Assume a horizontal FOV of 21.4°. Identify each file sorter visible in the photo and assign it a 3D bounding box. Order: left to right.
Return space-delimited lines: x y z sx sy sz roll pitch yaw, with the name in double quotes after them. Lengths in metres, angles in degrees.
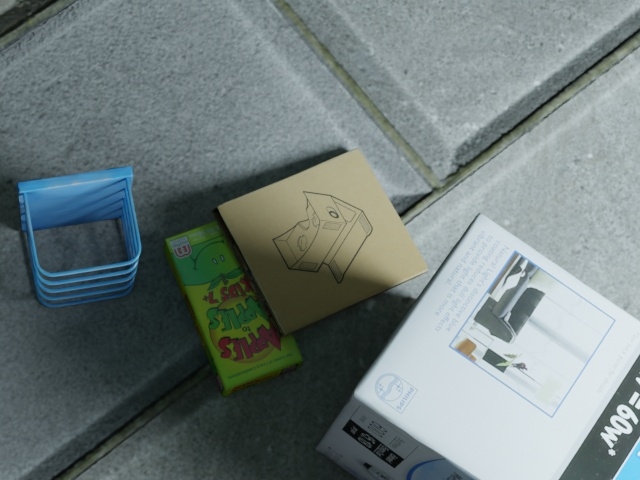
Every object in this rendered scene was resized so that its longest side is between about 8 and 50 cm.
-0.254 0.000 1.801 0.118 0.170 0.104 -8 78 -10 "file sorter"

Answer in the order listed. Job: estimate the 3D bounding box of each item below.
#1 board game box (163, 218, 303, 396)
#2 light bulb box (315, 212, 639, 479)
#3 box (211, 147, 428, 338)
-0.097 0.070 1.866 0.092 0.043 0.181 -20 77 -14 "board game box"
0.217 0.200 1.705 0.361 0.358 0.225 35 74 5 "light bulb box"
0.000 0.000 1.887 0.201 0.021 0.164 -23 78 -29 "box"
